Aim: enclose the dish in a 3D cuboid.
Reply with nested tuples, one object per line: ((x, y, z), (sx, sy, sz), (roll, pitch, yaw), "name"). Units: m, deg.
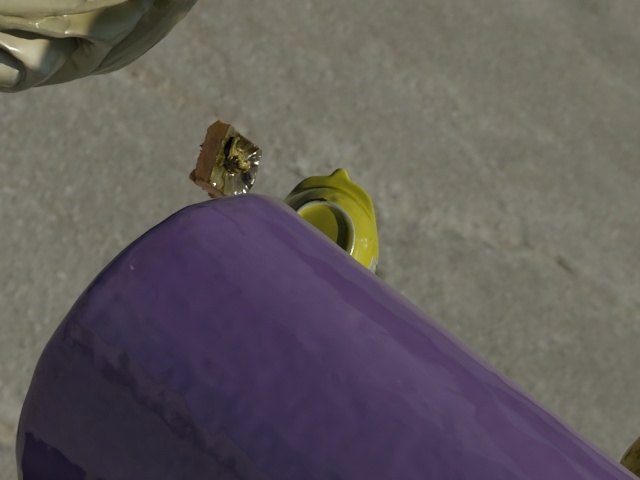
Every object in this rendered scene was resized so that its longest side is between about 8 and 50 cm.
((0.000, 0.000, 1.830), (0.149, 0.207, 0.080), (13, -13, 2), "dish")

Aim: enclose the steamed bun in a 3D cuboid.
((-0.255, -0.222, 1.159), (0.310, 0.219, 0.324), (25, -11, -22), "steamed bun")

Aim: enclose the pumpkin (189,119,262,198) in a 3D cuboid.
((-0.106, -0.088, 1.765), (0.054, 0.083, 0.074), (7, -18, 39), "pumpkin")

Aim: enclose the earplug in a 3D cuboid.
((0.075, 0.173, 0.714), (0.456, 0.215, 0.215), (34, 27, 29), "earplug")

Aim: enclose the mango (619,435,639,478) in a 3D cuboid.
((0.382, 0.229, 1.547), (0.161, 0.103, 0.076), (-5, 3, -10), "mango")
